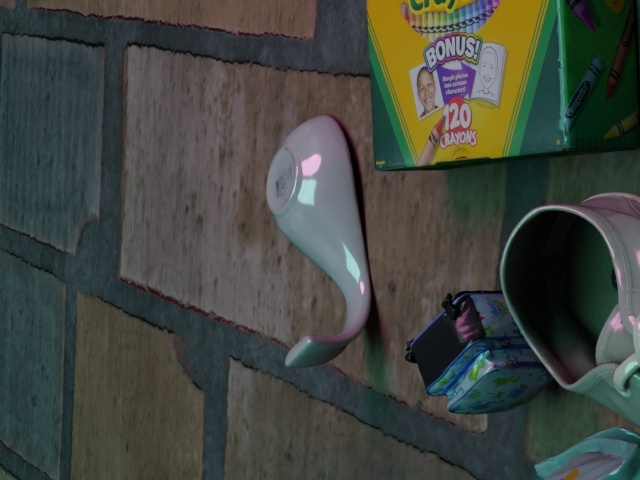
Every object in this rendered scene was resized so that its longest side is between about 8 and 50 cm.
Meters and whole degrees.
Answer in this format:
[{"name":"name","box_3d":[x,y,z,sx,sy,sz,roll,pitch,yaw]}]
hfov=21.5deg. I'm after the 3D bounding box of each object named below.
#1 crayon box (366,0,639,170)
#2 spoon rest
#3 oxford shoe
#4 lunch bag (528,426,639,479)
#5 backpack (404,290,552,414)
[{"name":"crayon box","box_3d":[0.147,-0.148,1.417,0.278,0.081,0.165,-3,89,59]},{"name":"spoon rest","box_3d":[0.000,0.000,1.697,0.137,0.084,0.276,-46,40,49]},{"name":"oxford shoe","box_3d":[0.269,0.087,1.095,0.449,0.130,0.169,36,120,51]},{"name":"lunch bag","box_3d":[0.224,0.251,1.159,0.223,0.160,0.262,48,178,4]},{"name":"backpack","box_3d":[0.148,0.094,1.399,0.105,0.114,0.084,-55,47,49]}]
